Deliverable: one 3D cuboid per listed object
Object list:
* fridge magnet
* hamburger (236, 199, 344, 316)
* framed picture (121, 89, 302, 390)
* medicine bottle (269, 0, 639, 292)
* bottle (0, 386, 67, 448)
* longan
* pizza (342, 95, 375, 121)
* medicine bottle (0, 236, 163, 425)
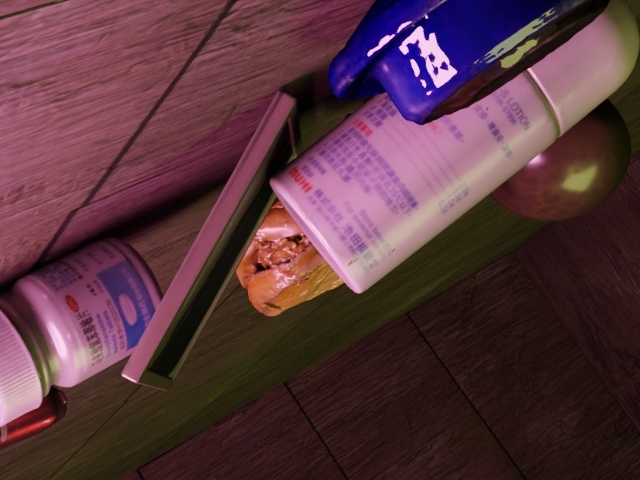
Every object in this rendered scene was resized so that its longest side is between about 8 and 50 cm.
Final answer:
[{"bbox_3d":[0.124,-0.177,1.004,0.265,0.112,0.265,-34,177,-2],"label":"fridge magnet"},{"bbox_3d":[0.000,0.000,1.534,0.214,0.108,0.214,-34,170,-7],"label":"hamburger"},{"bbox_3d":[-0.086,0.009,1.178,0.265,0.018,0.192,-62,175,-6],"label":"framed picture"},{"bbox_3d":[0.126,-0.107,1.174,0.341,0.130,0.130,-39,171,-3],"label":"medicine bottle"},{"bbox_3d":[-0.348,0.202,1.530,0.060,0.060,0.164,-38,171,23],"label":"bottle"},{"bbox_3d":[0.302,-0.118,1.755,0.198,0.198,0.212,-32,159,-10],"label":"longan"},{"bbox_3d":[0.138,-0.158,1.306,0.297,0.071,0.189,-25,168,-44],"label":"pizza"},{"bbox_3d":[-0.222,0.074,1.142,0.168,0.105,0.105,-29,170,-30],"label":"medicine bottle"}]
